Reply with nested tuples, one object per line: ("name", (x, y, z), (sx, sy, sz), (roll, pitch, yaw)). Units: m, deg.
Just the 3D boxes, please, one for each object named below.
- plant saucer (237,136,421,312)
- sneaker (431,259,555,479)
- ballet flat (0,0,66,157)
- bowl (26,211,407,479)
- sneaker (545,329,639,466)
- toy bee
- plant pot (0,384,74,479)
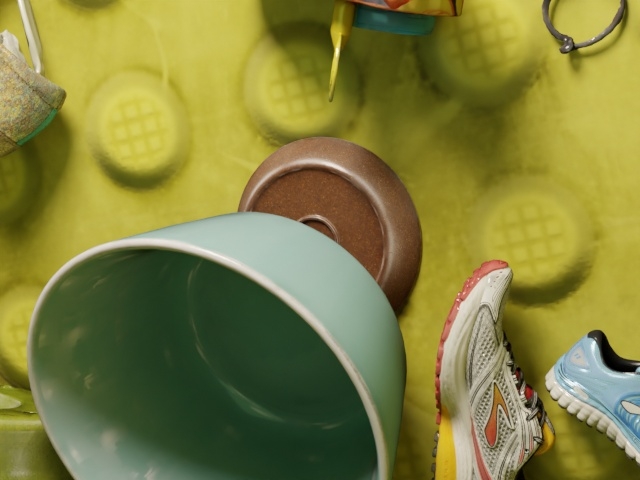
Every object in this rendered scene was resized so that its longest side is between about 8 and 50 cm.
("plant saucer", (0.000, 0.000, 1.232), (0.168, 0.029, 0.168), (4, 100, 22))
("sneaker", (0.139, 0.123, 1.170), (0.092, 0.088, 0.225), (3, 107, 15))
("ballet flat", (-0.329, -0.238, 1.299), (0.123, 0.123, 0.349), (-32, 85, 25))
("bowl", (-0.058, 0.102, 1.175), (0.311, 0.163, 0.312), (14, 123, 22))
("sneaker", (0.250, 0.126, 1.125), (0.162, 0.063, 0.073), (34, 107, 15))
("toy bee", (0.049, -0.211, 1.101), (0.298, 0.162, 0.195), (-10, 93, 25))
("plant pot", (-0.347, 0.301, 1.284), (0.366, 0.366, 0.353), (9, 91, 22))
